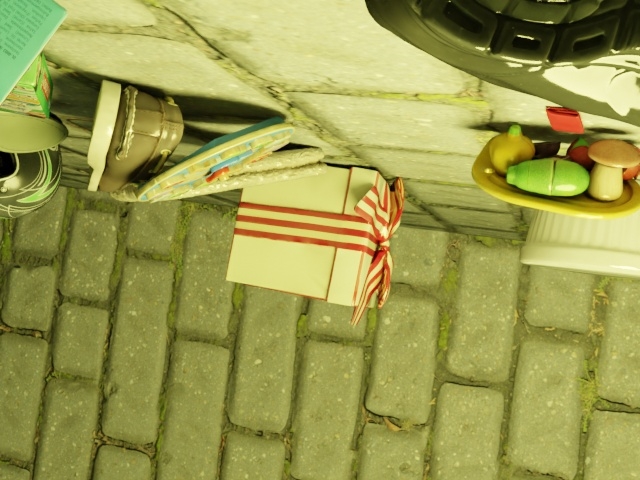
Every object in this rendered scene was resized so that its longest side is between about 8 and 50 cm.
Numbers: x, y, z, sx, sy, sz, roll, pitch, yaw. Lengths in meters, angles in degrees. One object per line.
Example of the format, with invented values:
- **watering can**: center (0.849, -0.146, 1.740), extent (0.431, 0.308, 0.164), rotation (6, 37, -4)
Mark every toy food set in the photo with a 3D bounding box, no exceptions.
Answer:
- **toy food set**: center (0.269, -0.082, 0.917), extent (0.218, 0.071, 0.128), rotation (13, -148, 14)

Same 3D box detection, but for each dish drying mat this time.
- **dish drying mat**: center (0.236, -0.115, 0.854), extent (0.032, 0.008, 0.083), rotation (9, 180, 20)

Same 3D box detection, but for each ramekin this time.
- **ramekin**: center (0.429, -0.013, 1.278), extent (0.273, 0.127, 0.273), rotation (8, 178, 0)

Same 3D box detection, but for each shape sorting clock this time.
- **shape sorting clock**: center (-0.123, -0.090, 1.059), extent (0.206, 0.040, 0.206), rotation (-28, -177, 2)

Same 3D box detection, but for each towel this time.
- **towel**: center (-0.147, -0.098, 1.289), extent (0.282, 0.049, 0.187), rotation (-12, -172, -32)

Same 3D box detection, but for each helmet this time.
- **helmet**: center (-0.503, -0.115, 1.435), extent (0.169, 0.161, 0.169), rotation (8, 178, 0)

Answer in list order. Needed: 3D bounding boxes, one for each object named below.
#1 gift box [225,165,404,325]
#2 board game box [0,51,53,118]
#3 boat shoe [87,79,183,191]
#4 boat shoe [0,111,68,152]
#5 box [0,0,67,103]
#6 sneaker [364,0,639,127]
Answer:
- **gift box**: center (0.000, 0.000, 1.512), extent (0.258, 0.255, 0.276), rotation (9, -178, 11)
- **board game box**: center (-0.443, -0.187, 0.903), extent (0.317, 0.046, 0.213), rotation (9, 177, -14)
- **boat shoe**: center (-0.233, -0.118, 1.100), extent (0.097, 0.116, 0.324), rotation (10, 172, -14)
- **boat shoe**: center (-0.429, -0.166, 1.149), extent (0.081, 0.068, 0.228), rotation (-39, 157, 26)
- **box**: center (-0.277, -0.075, 0.619), extent (0.060, 0.244, 0.100), rotation (37, 167, -20)
- **sneaker**: center (0.153, -0.105, 0.438), extent (0.286, 0.109, 0.130), rotation (18, -179, -17)
